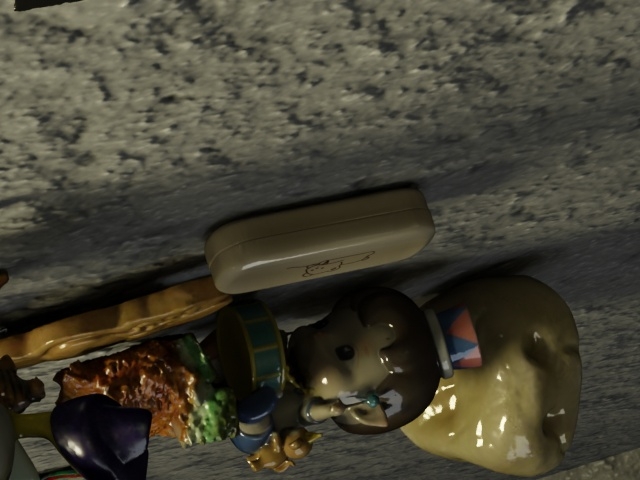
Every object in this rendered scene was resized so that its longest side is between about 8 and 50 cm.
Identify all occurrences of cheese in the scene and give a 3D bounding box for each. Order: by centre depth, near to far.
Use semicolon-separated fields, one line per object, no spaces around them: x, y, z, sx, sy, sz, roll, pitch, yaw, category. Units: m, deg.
0.175;0.147;2.048;0.117;0.218;0.235;-7;140;-42;cheese

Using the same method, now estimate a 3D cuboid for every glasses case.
0.000;0.000;1.660;0.196;0.050;0.083;-11;161;-17;glasses case

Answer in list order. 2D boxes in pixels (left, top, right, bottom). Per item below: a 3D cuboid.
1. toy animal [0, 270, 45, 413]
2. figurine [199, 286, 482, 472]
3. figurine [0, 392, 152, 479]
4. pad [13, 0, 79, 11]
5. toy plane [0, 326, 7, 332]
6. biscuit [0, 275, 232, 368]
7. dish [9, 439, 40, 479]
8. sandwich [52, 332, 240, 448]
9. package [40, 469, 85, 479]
-0.279;0.061;1.469;0.114;0.116;0.255;-15;163;-10;toy animal
0.023;0.118;1.908;0.276;0.161;0.158;-12;125;-25;figurine
-0.335;0.173;1.462;0.421;0.154;0.193;0;150;14;figurine
-0.054;-0.204;1.019;0.202;0.005;0.300;-12;163;-16;pad
-0.303;0.083;1.657;0.079;0.031;0.083;-13;-178;-14;toy plane
-0.193;0.078;1.724;0.236;0.040;0.144;-19;169;-3;biscuit
-0.373;0.152;1.683;0.243;0.182;0.080;-3;122;-41;dish
-0.172;0.150;1.811;0.160;0.109;0.185;-16;180;-25;sandwich
-0.323;0.323;2.427;0.166;0.040;0.232;-13;162;-12;package
